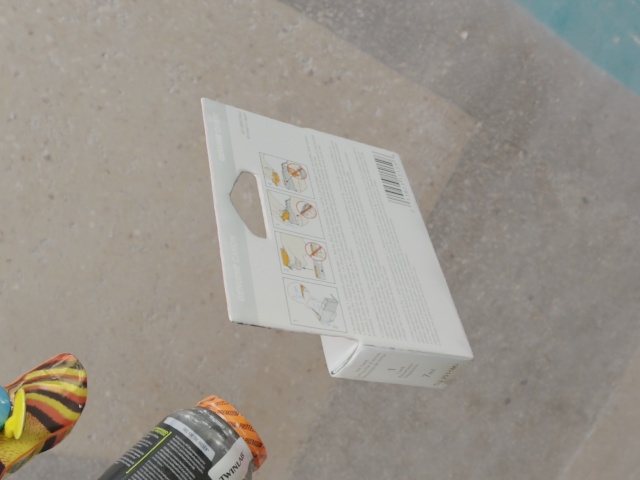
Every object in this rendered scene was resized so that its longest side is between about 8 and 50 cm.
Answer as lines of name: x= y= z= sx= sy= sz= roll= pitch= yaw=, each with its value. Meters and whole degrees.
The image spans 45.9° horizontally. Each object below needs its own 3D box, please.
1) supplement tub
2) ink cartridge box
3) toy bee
supplement tub: x=-0.265 y=0.440 z=1.310 sx=0.338 sy=0.207 sz=0.207 roll=-41 pitch=129 yaw=-30
ink cartridge box: x=0.000 y=0.000 z=0.714 sx=0.239 sy=0.275 sz=0.060 roll=11 pitch=134 yaw=-27
toy bee: x=-0.387 y=0.251 z=0.856 sx=0.298 sy=0.162 sz=0.195 roll=-27 pitch=162 yaw=-24
